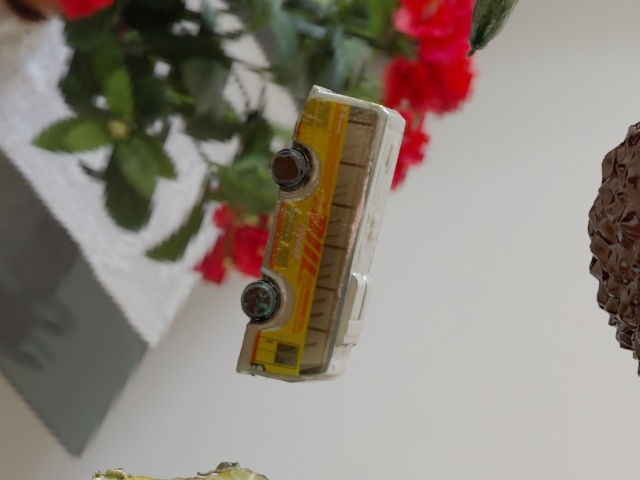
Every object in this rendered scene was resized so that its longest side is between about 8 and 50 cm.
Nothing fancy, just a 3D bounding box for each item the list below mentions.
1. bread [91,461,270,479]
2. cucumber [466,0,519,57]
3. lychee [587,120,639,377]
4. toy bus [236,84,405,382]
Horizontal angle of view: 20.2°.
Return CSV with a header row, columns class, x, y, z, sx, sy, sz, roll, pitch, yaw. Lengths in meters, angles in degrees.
class,x,y,z,sx,sy,sz,roll,pitch,yaw
bread,-0.095,0.243,1.525,0.160,0.140,0.169,-30,133,-17
cucumber,0.156,-0.217,1.541,0.037,0.037,0.155,-42,164,-43
lychee,0.309,0.026,1.250,0.271,0.271,0.271,-41,142,-44
toy bus,0.000,0.000,1.621,0.092,0.106,0.268,10,94,-73
